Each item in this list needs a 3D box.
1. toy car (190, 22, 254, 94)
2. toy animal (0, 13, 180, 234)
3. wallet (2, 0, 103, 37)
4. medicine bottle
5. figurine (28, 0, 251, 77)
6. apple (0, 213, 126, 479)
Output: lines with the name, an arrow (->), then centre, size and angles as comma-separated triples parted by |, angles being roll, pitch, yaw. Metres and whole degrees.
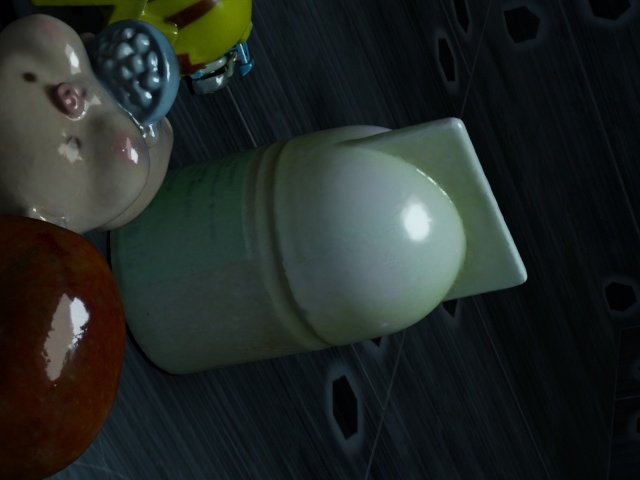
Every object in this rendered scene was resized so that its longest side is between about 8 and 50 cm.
toy car -> -0.118, -0.263, 1.914 | 0.161, 0.098, 0.126 | -48, 125, -61
toy animal -> -0.247, -0.098, 1.436 | 0.210, 0.229, 0.221 | 52, -21, 6
wallet -> -0.280, -0.271, 1.581 | 0.170, 0.069, 0.231 | -55, 135, -55
medicine bottle -> 0.000, 0.000, 1.658 | 0.235, 0.406, 0.236 | -13, 90, -68
figurine -> -0.198, -0.289, 1.502 | 0.327, 0.218, 0.169 | 55, 1, -36
apple -> -0.267, 0.092, 1.251 | 0.230, 0.230, 0.230 | -12, 90, -67
